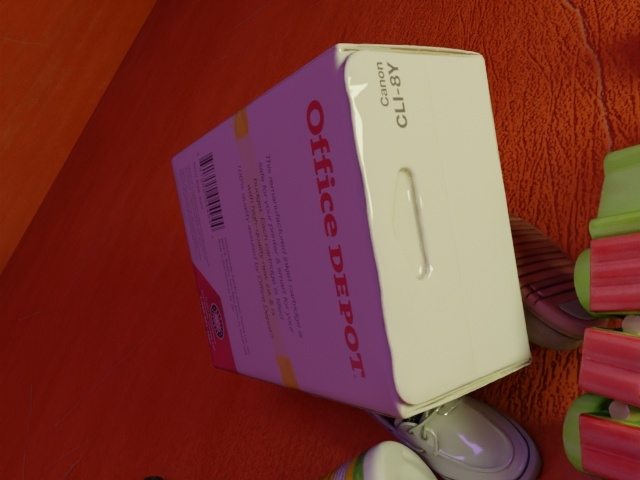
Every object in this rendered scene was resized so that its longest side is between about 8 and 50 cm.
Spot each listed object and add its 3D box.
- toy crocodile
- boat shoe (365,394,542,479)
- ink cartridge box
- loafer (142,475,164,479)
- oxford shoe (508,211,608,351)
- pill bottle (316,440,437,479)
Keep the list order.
[{"bbox_3d":[0.244,0.086,0.427,0.115,0.105,0.341,-6,75,59],"label":"toy crocodile"},{"bbox_3d":[0.104,0.182,0.572,0.226,0.075,0.083,9,68,49],"label":"boat shoe"},{"bbox_3d":[0.000,0.000,0.593,0.384,0.160,0.280,-8,92,58],"label":"ink cartridge box"},{"bbox_3d":[-0.243,0.400,0.762,0.062,0.061,0.170,-35,40,22],"label":"loafer"},{"bbox_3d":[0.137,0.021,0.658,0.397,0.140,0.147,42,125,47],"label":"oxford shoe"},{"bbox_3d":[0.001,0.306,0.528,0.245,0.136,0.136,-37,40,18],"label":"pill bottle"}]
